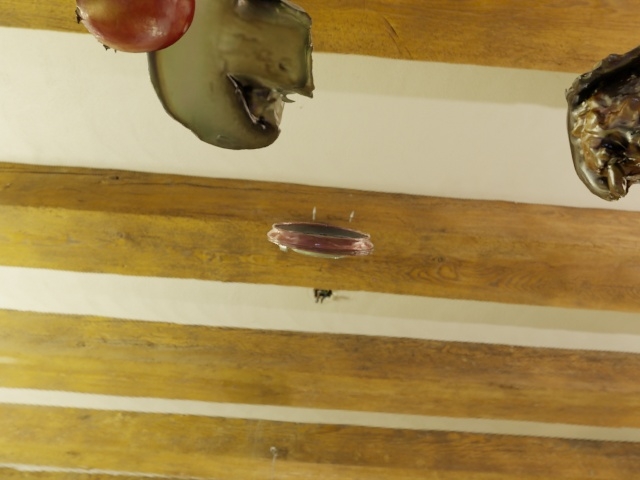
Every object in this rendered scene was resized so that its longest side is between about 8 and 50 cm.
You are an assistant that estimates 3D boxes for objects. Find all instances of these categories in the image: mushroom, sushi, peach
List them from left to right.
[{"bbox_3d":[-0.135,-0.187,0.340,0.062,0.098,0.098,26,-51,17],"label":"peach"},{"bbox_3d":[-0.114,-0.259,0.519,0.190,0.164,0.266,-11,-54,-11],"label":"mushroom"},{"bbox_3d":[0.496,-0.187,0.679,0.213,0.203,0.200,-32,-15,33],"label":"sushi"}]

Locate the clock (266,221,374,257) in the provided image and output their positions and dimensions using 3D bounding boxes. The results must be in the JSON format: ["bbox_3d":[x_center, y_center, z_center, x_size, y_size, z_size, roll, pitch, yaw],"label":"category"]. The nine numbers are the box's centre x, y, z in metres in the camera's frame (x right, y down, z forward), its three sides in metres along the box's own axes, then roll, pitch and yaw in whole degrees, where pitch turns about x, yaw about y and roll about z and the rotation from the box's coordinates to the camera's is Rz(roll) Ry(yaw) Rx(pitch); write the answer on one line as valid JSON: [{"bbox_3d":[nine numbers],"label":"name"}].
[{"bbox_3d":[0.000,0.002,0.974,0.245,0.244,0.056,5,-81,-2],"label":"clock"}]
